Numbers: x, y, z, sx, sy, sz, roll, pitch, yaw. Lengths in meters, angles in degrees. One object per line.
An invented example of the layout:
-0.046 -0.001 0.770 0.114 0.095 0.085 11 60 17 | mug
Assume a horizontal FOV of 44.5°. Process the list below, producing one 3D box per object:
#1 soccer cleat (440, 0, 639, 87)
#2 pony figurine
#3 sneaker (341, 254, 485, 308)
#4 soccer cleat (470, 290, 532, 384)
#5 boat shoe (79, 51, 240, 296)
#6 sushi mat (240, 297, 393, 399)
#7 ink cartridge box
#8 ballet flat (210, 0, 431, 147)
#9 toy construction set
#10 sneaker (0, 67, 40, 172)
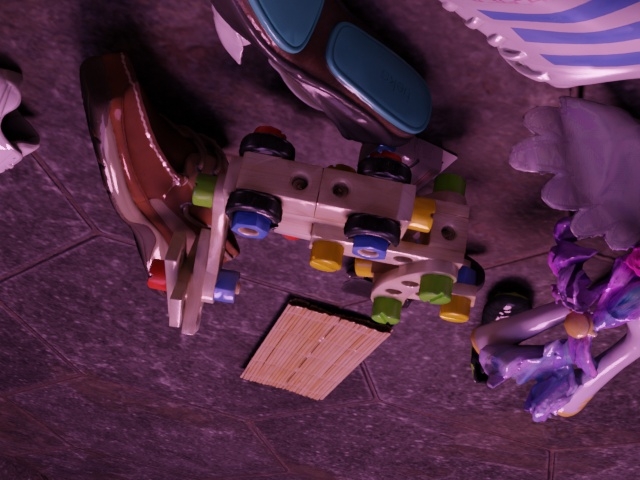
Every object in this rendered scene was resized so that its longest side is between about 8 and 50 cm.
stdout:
0.130 -0.163 0.508 0.331 0.116 0.143 15 148 -5 | soccer cleat
0.301 0.044 0.685 0.351 0.303 0.363 -8 157 -32 | pony figurine
0.106 0.047 0.919 0.170 0.051 0.089 9 149 14 | sneaker
0.224 0.124 0.976 0.060 0.072 0.179 10 148 4 | soccer cleat
-0.148 -0.064 0.783 0.120 0.122 0.324 -19 151 -8 | boat shoe
-0.017 0.173 1.188 0.151 0.019 0.316 19 147 -9 | sushi mat
0.083 -0.075 0.748 0.083 0.028 0.048 22 148 -17 | ink cartridge box
-0.021 -0.157 0.598 0.096 0.095 0.280 0 149 41 | ballet flat
0.000 0.000 0.732 0.327 0.151 0.215 -3 161 -5 | toy construction set
-0.352 -0.087 0.804 0.115 0.090 0.232 4 144 -25 | sneaker
